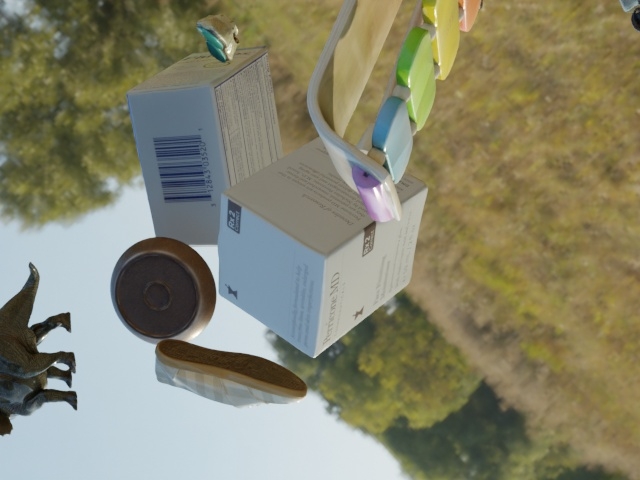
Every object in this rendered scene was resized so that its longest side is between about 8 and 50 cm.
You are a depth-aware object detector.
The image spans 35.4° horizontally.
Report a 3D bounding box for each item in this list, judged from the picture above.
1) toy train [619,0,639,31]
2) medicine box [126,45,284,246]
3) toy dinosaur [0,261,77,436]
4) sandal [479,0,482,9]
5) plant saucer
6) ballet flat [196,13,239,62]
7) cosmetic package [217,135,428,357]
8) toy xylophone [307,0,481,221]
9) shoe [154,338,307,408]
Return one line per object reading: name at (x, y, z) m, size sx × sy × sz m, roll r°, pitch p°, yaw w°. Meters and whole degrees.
toy train at (0.288, -0.312, 0.831) m, size 0.334 × 0.190 × 0.142 m, roll 67°, pitch 165°, yaw 1°
medicine box at (-0.176, -0.161, 1.667) m, size 0.289 × 0.149 × 0.264 m, roll -57°, pitch -38°, yaw -63°
toy dinosaur at (-0.446, 0.184, 1.480) m, size 0.121 × 0.160 × 0.314 m, roll -117°, pitch 29°, yaw -48°
sandal at (0.135, -0.295, 0.974) m, size 0.067 × 0.040 × 0.179 m, roll 72°, pitch -161°, yaw -52°
plant saucer at (-0.239, 0.080, 1.492) m, size 0.168 × 0.168 × 0.029 m, roll 47°, pitch -166°, yaw 0°
ballet flat at (-0.149, -0.310, 1.486) m, size 0.057 × 0.052 × 0.168 m, roll 35°, pitch 177°, yaw -1°
cosmetic package at (0.000, 0.000, 1.125) m, size 0.151 × 0.183 × 0.151 m, roll 30°, pitch 135°, yaw 27°
toy xylophone at (0.082, -0.173, 0.792) m, size 0.081 × 0.323 × 0.236 m, roll 21°, pitch 179°, yaw 14°
shoe at (-0.127, 0.193, 1.395) m, size 0.219 × 0.058 × 0.076 m, roll 15°, pitch -160°, yaw 2°
